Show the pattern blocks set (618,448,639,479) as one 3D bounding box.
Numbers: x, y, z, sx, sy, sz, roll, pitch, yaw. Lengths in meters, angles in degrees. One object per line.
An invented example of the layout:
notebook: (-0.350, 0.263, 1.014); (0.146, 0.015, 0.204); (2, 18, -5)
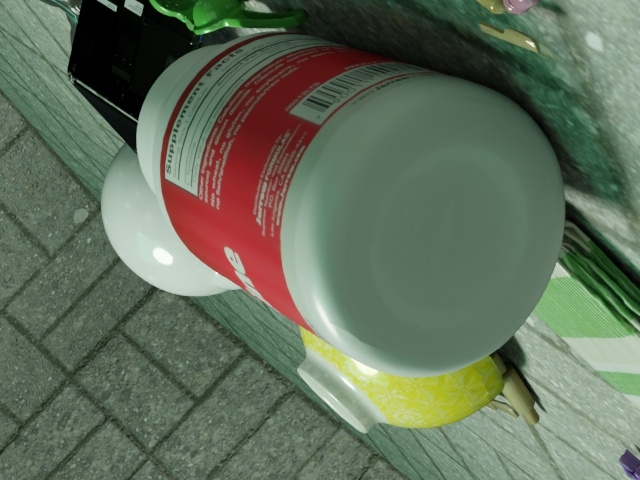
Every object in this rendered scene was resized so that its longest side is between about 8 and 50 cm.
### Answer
pattern blocks set: (0.443, 0.306, 1.605); (0.285, 0.026, 0.325); (48, 169, -28)

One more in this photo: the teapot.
teapot: (-0.145, -0.068, 1.881); (0.256, 0.252, 0.187); (28, 146, -10)

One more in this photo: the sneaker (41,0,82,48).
sneaker: (-0.263, -0.291, 1.775); (0.106, 0.101, 0.267); (13, 156, 26)

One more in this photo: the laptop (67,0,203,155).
laptop: (-0.165, -0.176, 1.662); (0.136, 0.264, 0.234); (0, -157, -41)

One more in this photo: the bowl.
bowl: (0.065, 0.139, 1.815); (0.289, 0.156, 0.289); (41, 170, 9)

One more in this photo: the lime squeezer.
lime squeezer: (-0.116, -0.250, 1.452); (0.310, 0.059, 0.110); (38, 137, 29)

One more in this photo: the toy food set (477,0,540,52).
toy food set: (0.106, -0.176, 0.934); (0.078, 0.019, 0.122); (32, 158, 47)

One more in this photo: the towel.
towel: (0.284, 0.100, 1.347); (0.325, 0.038, 0.248); (42, 172, -3)

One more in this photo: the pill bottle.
pill bottle: (-0.001, -0.052, 1.263); (0.229, 0.229, 0.408); (49, 169, -30)

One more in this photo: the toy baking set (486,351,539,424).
toy baking set: (0.206, 0.162, 1.952); (0.197, 0.030, 0.256); (36, 168, 50)
